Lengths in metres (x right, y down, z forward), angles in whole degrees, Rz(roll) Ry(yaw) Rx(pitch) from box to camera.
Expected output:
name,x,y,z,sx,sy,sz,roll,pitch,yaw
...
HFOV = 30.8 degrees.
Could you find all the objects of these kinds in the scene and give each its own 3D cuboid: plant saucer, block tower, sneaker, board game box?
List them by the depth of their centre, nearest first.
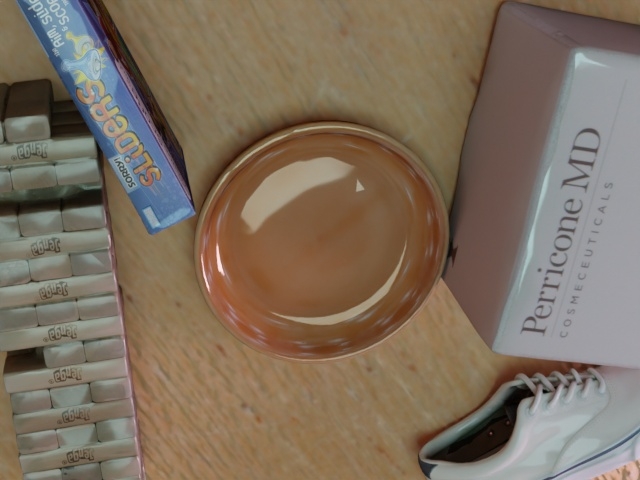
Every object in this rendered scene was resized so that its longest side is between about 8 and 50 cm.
name,x,y,z,sx,sy,sz,roll,pitch,yaw
board game box,-0.147,-0.116,0.770,0.035,0.136,0.201,-26,114,1
block tower,-0.191,0.057,0.857,0.090,0.097,0.336,-7,115,-7
plant saucer,0.000,0.000,0.901,0.199,0.037,0.200,-4,112,-10
sneaker,0.200,0.149,0.971,0.258,0.094,0.091,-35,119,5

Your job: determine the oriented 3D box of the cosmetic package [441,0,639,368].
name,x,y,z,sx,sy,sz,roll,pitch,yaw
cosmetic package,0.343,-0.024,0.891,0.453,0.161,0.230,6,111,-13
